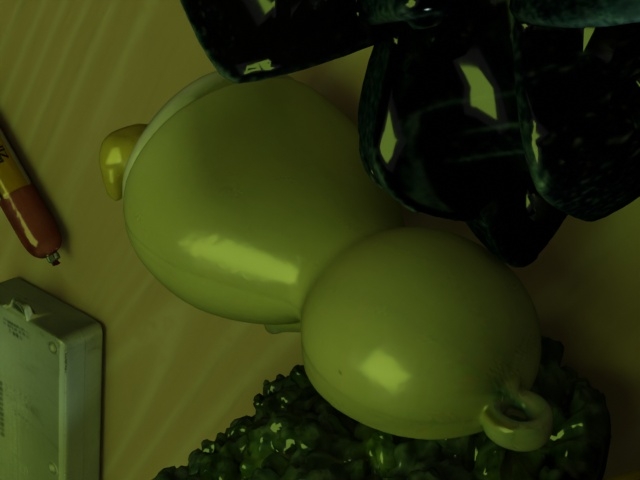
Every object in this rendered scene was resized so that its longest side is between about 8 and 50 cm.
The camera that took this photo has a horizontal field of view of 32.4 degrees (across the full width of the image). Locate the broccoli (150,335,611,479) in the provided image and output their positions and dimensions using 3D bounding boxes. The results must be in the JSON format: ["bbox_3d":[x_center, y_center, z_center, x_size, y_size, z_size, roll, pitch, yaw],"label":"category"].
[{"bbox_3d":[0.031,0.184,0.591,0.288,0.248,0.245,-12,135,32],"label":"broccoli"}]

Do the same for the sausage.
[{"bbox_3d":[-0.245,-0.078,0.795,0.029,0.029,0.223,-35,84,42],"label":"sausage"}]

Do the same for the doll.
[{"bbox_3d":[-0.002,0.010,0.535,0.296,0.141,0.117,46,136,36],"label":"doll"}]

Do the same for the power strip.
[{"bbox_3d":[-0.225,0.203,0.879,0.106,0.043,0.367,24,120,31],"label":"power strip"}]

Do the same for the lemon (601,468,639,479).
[{"bbox_3d":[0.156,0.232,0.349,0.348,0.348,0.348,15,116,35],"label":"lemon"}]

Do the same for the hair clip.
[{"bbox_3d":[0.080,-0.128,0.388,0.194,0.206,0.310,0,108,44],"label":"hair clip"}]
